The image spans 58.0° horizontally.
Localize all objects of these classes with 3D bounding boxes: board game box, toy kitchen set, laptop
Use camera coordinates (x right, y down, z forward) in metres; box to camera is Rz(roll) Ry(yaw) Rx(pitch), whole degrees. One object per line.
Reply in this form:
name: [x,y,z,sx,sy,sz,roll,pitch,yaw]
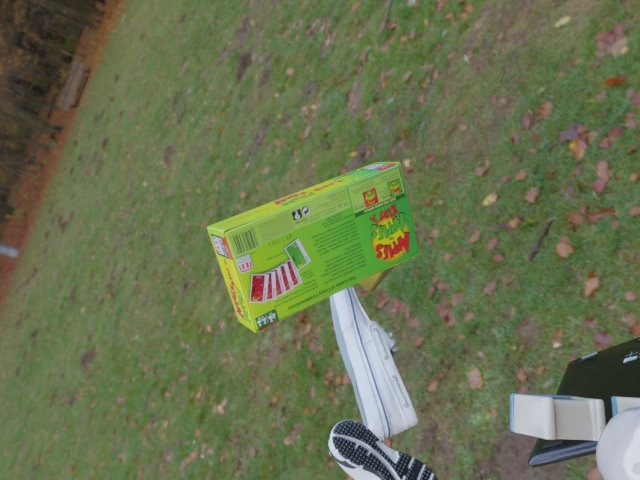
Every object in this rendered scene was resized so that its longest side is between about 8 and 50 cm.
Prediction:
board game box: [0.000,0.000,0.521,0.043,0.181,0.092,15,124,60]
toy kitchen set: [0.285,0.273,0.620,0.122,0.166,0.207,127,146,-74]
laptop: [0.575,0.238,0.825,0.382,0.236,0.408,-38,-3,42]

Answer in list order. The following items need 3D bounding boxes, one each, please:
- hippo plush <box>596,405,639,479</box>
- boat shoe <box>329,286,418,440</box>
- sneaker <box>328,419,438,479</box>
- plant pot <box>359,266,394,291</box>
hippo plush: [0.296,0.182,0.254,0.294,0.234,0.236,-22,30,-8]
boat shoe: [0.071,0.158,0.804,0.083,0.075,0.226,100,156,-69]
sneaker: [0.052,0.189,0.471,0.040,0.109,0.044,-46,-12,-31]
plant pot: [0.081,0.010,0.878,0.081,0.081,0.083,-42,-14,-45]
